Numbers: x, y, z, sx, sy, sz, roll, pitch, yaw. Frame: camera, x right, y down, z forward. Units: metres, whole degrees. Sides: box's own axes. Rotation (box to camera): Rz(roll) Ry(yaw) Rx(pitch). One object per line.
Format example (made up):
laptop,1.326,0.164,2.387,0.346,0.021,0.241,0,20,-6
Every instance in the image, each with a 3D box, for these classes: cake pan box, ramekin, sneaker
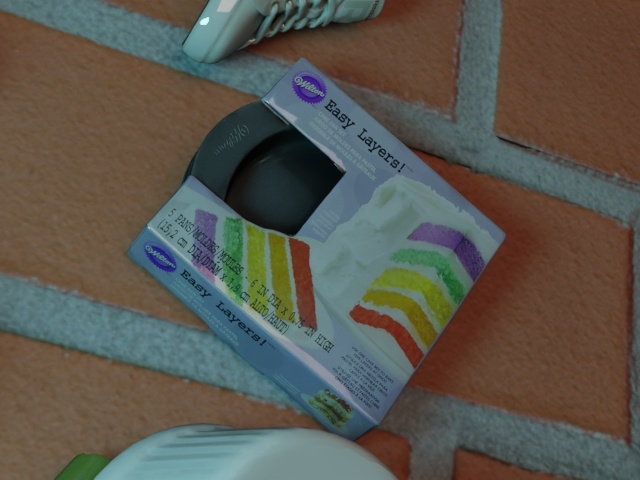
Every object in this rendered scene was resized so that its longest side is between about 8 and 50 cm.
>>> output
cake pan box,0.000,0.000,1.163,0.267,0.070,0.246,42,55,-3
ramekin,-0.040,0.261,0.938,0.277,0.135,0.277,14,68,-40
sneaker,-0.007,-0.238,1.239,0.123,0.106,0.290,42,56,0

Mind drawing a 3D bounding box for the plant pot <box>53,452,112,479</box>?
plant pot,-0.179,0.202,0.986,0.083,0.083,0.079,36,46,-7
